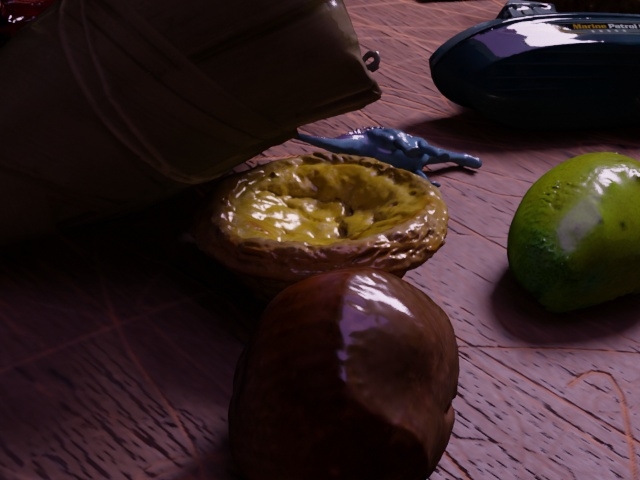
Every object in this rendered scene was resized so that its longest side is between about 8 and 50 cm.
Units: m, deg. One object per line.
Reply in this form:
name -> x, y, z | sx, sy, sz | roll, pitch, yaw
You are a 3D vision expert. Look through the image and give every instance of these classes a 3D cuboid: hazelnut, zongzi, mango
hazelnut -> 0.010, 0.087, 0.791 | 0.143, 0.143, 0.154 | 16, 47, 3
zongzi -> -0.155, -0.106, 1.052 | 0.418, 0.181, 0.447 | -29, 5, 1
mango -> 0.215, -0.008, 1.059 | 0.119, 0.100, 0.178 | 34, 43, 25

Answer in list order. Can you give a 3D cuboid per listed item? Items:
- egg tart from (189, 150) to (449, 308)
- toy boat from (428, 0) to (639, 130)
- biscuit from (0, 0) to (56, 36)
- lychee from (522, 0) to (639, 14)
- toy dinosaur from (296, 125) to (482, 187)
egg tart -> 0.000, 0.000, 0.955 | 0.191, 0.074, 0.191 | -2, 23, 1
toy boat -> 0.230, -0.172, 1.315 | 0.296, 0.114, 0.122 | -3, 41, -28
biscuit -> -0.242, -0.220, 1.244 | 0.235, 0.063, 0.151 | 2, 32, -34
lychee -> 0.314, -0.290, 1.473 | 0.238, 0.200, 0.200 | 12, 22, -50
toy dinosaur -> 0.063, -0.073, 1.155 | 0.197, 0.045, 0.080 | 6, 18, -28
